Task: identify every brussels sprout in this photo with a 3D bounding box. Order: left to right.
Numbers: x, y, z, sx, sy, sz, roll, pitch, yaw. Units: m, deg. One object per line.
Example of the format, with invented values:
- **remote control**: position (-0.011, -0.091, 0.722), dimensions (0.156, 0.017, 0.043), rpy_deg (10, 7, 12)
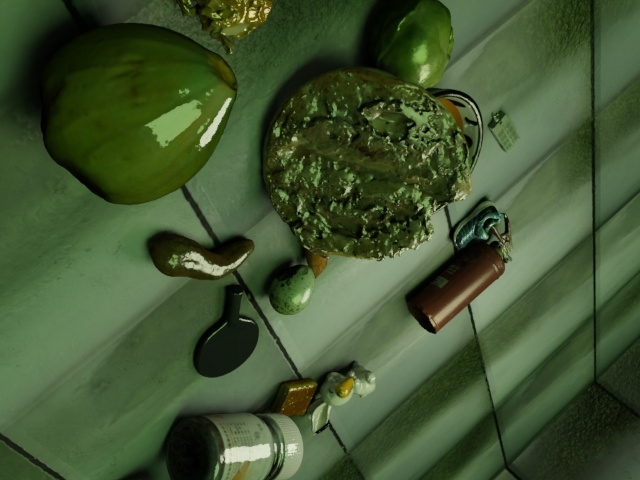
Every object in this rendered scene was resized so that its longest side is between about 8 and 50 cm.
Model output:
- **brussels sprout**: position (0.156, -0.339, 1.456), dimensions (0.145, 0.131, 0.183), rpy_deg (-45, 149, -44)

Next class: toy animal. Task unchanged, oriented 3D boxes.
- **toy animal**: position (0.046, 0.375, 1.978), dimensions (0.182, 0.131, 0.127), rpy_deg (-23, 115, -17)

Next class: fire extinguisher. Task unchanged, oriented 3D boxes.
- **fire extinguisher**: position (0.360, 0.073, 2.052), dimensions (0.337, 0.106, 0.147), rpy_deg (-40, 118, -13)

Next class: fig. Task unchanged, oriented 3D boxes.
- **fig**: position (-0.231, -0.172, 1.098), dimensions (0.271, 0.239, 0.239), rpy_deg (-11, 147, 18)

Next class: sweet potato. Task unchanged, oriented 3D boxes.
- **sweet potato**: position (-0.207, 0.033, 1.468), dimensions (0.233, 0.062, 0.081), rpy_deg (3, 118, -50)

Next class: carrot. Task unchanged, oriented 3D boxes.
- **carrot**: position (0.000, 0.000, 1.639), dimensions (0.072, 0.072, 0.205), rpy_deg (-24, 137, -30)

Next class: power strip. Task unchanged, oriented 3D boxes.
- **power strip**: position (0.415, -0.248, 1.881), dimensions (0.051, 0.019, 0.136), rpy_deg (-48, 144, 1)

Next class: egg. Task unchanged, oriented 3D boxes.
- **egg**: position (-0.055, 0.097, 1.654), dimensions (0.110, 0.085, 0.085), rpy_deg (-56, 143, 1)

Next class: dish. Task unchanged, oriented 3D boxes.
- **dish**: position (0.176, -0.179, 1.609), dimensions (0.303, 0.120, 0.303), rpy_deg (-21, 130, -28)

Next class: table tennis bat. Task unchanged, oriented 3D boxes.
- **table tennis bat**: position (-0.182, 0.186, 1.655), dimensions (0.150, 0.027, 0.236), rpy_deg (-18, 135, -34)

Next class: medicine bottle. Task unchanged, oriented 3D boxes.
- **medicine bottle**: position (-0.179, 0.452, 1.774), dimensions (0.273, 0.165, 0.165), rpy_deg (9, 115, -48)

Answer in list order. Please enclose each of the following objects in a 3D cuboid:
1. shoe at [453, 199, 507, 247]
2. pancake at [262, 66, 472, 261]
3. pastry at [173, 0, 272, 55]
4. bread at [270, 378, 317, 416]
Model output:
- **shoe**: position (0.379, -0.030, 1.995), dimensions (0.143, 0.071, 0.064), rpy_deg (-42, 142, -2)
- **pancake**: position (0.080, -0.117, 1.461), dimensions (0.382, 0.071, 0.382), rpy_deg (2, 124, 3)
- **pastry**: position (-0.122, -0.391, 1.143), dimensions (0.154, 0.102, 0.250), rpy_deg (-3, 124, -43)
- **bread**: position (-0.061, 0.366, 1.926), dimensions (0.094, 0.035, 0.090), rpy_deg (1, 121, -45)
